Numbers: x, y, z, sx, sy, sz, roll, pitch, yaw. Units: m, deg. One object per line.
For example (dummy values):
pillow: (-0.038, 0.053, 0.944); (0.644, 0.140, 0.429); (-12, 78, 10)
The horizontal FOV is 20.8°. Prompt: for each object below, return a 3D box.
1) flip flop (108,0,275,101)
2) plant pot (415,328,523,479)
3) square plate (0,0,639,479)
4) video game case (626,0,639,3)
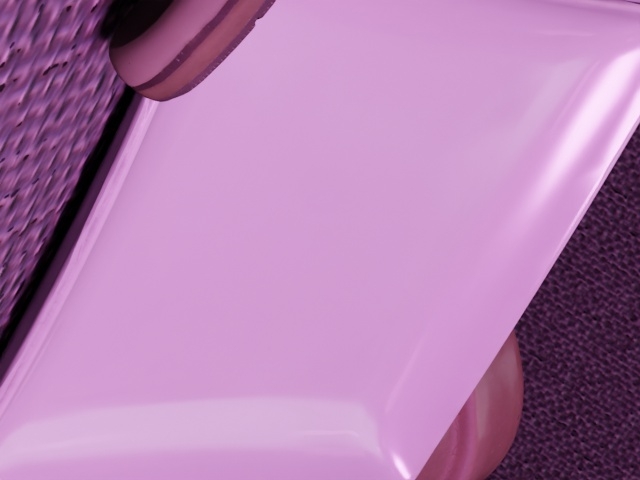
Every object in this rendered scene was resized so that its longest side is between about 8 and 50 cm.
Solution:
flip flop: (0.001, -0.160, 0.601); (0.277, 0.080, 0.112); (-43, -170, 32)
plant pot: (-0.036, 0.100, 1.143); (0.229, 0.263, 0.263); (-31, 159, -39)
square plate: (0.000, 0.000, 0.897); (0.347, 0.049, 0.344); (4, 123, -46)
video game case: (0.183, -0.205, 1.189); (0.329, 0.300, 0.036); (-50, 135, -65)
